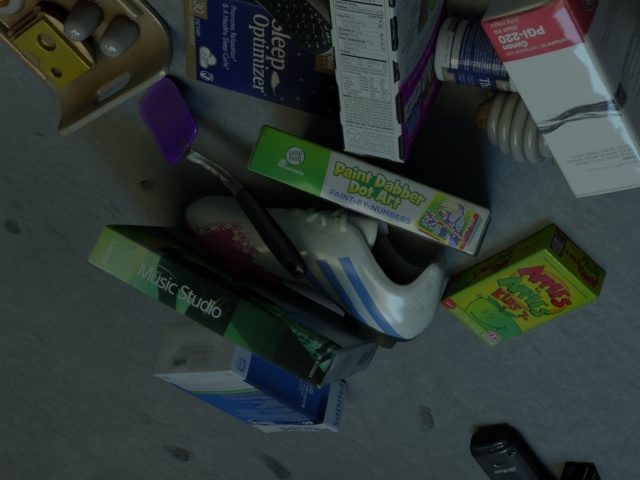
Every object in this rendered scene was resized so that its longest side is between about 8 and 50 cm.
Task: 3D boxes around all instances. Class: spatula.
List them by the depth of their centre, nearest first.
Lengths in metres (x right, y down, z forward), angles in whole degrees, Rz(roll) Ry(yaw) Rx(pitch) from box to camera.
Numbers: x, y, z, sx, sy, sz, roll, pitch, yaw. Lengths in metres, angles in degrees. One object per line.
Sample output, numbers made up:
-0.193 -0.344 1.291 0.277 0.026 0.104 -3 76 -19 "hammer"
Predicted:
-0.113 -0.070 1.609 0.296 0.030 0.084 48 133 7 "spatula"

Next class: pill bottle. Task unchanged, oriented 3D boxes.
0.180 -0.185 1.372 0.120 0.067 0.067 11 138 19 "pill bottle"

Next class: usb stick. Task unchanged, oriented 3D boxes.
0.301 0.365 1.909 0.077 0.045 0.278 -13 126 39 "usb stick"

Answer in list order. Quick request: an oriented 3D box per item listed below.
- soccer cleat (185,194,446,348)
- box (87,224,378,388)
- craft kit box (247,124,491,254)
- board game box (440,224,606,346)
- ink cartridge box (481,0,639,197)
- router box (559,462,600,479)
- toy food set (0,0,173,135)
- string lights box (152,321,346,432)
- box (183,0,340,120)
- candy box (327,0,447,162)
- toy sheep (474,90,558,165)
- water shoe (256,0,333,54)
0.000 0.000 1.657 0.331 0.116 0.143 27 118 4 "soccer cleat"
-0.098 0.074 1.668 0.322 0.232 0.058 26 96 13 "box"
0.063 -0.049 1.481 0.250 0.061 0.246 21 179 8 "craft kit box"
0.238 0.057 1.617 0.092 0.043 0.181 41 138 -16 "board game box"
0.251 -0.173 1.275 0.092 0.158 0.218 -13 126 36 "ink cartridge box"
0.343 0.410 1.830 0.046 0.179 0.133 -1 133 33 "router box"
-0.341 -0.265 1.556 0.220 0.092 0.306 -23 119 43 "toy food set"
-0.091 0.189 1.841 0.133 0.077 0.259 -6 153 33 "string lights box"
-0.042 -0.210 1.495 0.225 0.036 0.136 16 139 11 "box"
0.069 -0.216 1.330 0.071 0.159 0.233 12 137 17 "candy box"
0.220 -0.119 1.409 0.132 0.091 0.091 12 138 25 "toy sheep"
-0.034 -0.276 1.396 0.203 0.080 0.073 54 136 7 "water shoe"
